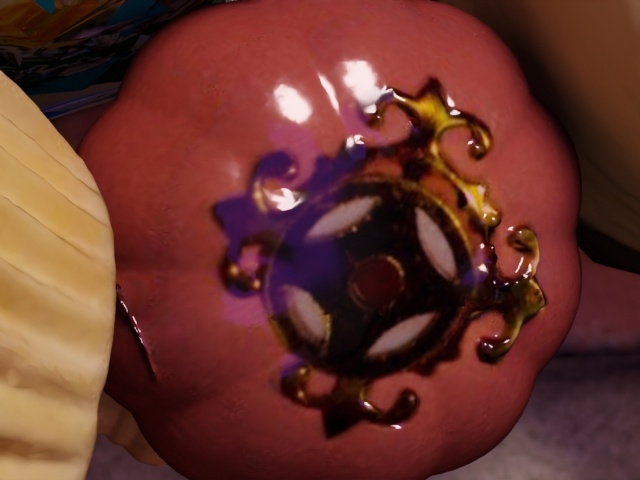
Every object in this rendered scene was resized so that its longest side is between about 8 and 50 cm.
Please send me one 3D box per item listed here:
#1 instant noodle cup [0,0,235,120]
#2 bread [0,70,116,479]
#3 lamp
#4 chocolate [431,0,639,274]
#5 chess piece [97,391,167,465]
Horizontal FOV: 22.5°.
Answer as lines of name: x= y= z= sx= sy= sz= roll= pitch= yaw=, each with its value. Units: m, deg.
instant noodle cup: x=-0.103 y=-0.160 z=0.532 sx=0.240 sy=0.178 sz=0.240 roll=0 pitch=90 yaw=-13
bread: x=-0.236 y=0.083 z=0.442 sx=0.388 sy=0.236 sz=0.183 roll=-45 pitch=132 yaw=4
lamp: x=0.000 y=0.000 z=0.545 sx=0.182 sy=0.140 sz=0.182 roll=-3 pitch=98 yaw=-19
chocolate: x=0.213 y=-0.124 z=0.550 sx=0.326 sy=0.297 sz=0.314 roll=16 pitch=91 yaw=-13
chess piece: x=-0.084 y=0.053 z=0.593 sx=0.122 sy=0.066 sz=0.066 roll=13 pitch=87 yaw=-16
